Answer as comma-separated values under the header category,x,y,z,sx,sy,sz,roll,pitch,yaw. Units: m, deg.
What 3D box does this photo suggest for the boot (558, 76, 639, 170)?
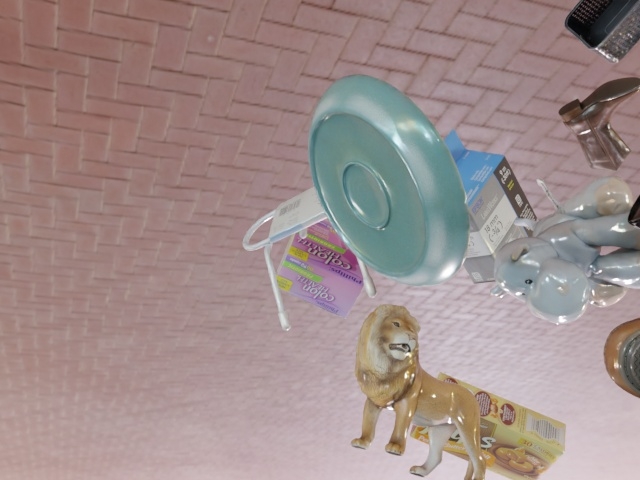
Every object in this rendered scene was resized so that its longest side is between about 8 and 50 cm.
category,x,y,z,sx,sy,sz,roll,pitch,yaw
boot,0.376,-0.143,0.850,0.106,0.037,0.114,-20,123,41

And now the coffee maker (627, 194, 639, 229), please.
category,x,y,z,sx,sy,sz,roll,pitch,yaw
coffee maker,0.588,-0.029,1.001,0.178,0.120,0.171,33,143,-4

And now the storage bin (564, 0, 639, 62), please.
category,x,y,z,sx,sy,sz,roll,pitch,yaw
storage bin,0.602,-0.467,1.339,0.084,0.122,0.180,14,127,-36

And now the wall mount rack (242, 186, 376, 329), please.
category,x,y,z,sx,sy,sz,roll,pitch,yaw
wall mount rack,0.000,0.000,1.336,0.350,0.304,0.130,-25,123,29

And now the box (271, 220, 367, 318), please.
category,x,y,z,sx,sy,sz,roll,pitch,yaw
box,0.008,0.060,1.797,0.213,0.243,0.117,25,121,-4

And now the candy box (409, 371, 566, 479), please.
category,x,y,z,sx,sy,sz,roll,pitch,yaw
candy box,0.393,0.453,1.587,0.316,0.087,0.183,23,133,6

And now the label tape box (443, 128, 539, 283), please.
category,x,y,z,sx,sy,sz,roll,pitch,yaw
label tape box,0.400,-0.095,1.676,0.106,0.240,0.333,-10,121,48

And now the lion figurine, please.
category,x,y,z,sx,sy,sz,roll,pitch,yaw
lion figurine,0.191,0.293,1.215,0.142,0.240,0.392,-8,144,43

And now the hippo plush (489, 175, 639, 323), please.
category,x,y,z,sx,sy,sz,roll,pitch,yaw
hippo plush,0.428,0.012,1.179,0.236,0.294,0.234,-23,146,-33

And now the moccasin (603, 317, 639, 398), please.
category,x,y,z,sx,sy,sz,roll,pitch,yaw
moccasin,0.494,0.111,0.788,0.380,0.139,0.147,-11,-167,-17

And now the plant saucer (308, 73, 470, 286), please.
category,x,y,z,sx,sy,sz,roll,pitch,yaw
plant saucer,0.075,-0.069,0.923,0.044,0.317,0.317,-29,162,-26
